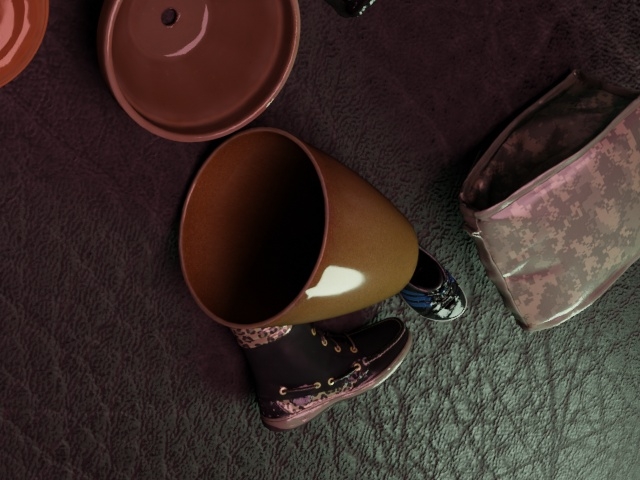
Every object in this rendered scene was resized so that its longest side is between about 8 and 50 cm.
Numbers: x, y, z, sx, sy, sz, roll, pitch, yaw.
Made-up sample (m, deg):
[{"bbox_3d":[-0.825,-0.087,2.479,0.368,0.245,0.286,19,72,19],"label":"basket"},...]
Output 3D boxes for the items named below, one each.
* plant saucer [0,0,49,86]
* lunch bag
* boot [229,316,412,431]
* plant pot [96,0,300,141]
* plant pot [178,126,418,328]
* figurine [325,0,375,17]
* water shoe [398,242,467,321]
[{"bbox_3d":[-0.380,-0.242,1.563,0.200,0.037,0.200,-13,118,-26],"label":"plant saucer"},{"bbox_3d":[0.320,-0.045,1.992,0.287,0.169,0.235,-40,126,-15],"label":"lunch bag"},{"bbox_3d":[0.001,0.125,1.933,0.236,0.085,0.178,-31,122,-15],"label":"boot"},{"bbox_3d":[-0.150,-0.239,1.656,0.237,0.110,0.237,-13,118,-25],"label":"plant pot"},{"bbox_3d":[0.000,0.000,1.805,0.254,0.237,0.237,11,106,-48],"label":"plant pot"},{"bbox_3d":[-0.032,-0.375,1.624,0.209,0.215,0.092,24,132,-34],"label":"figurine"},{"bbox_3d":[0.140,0.059,1.987,0.073,0.080,0.203,-50,127,-1],"label":"water shoe"}]
